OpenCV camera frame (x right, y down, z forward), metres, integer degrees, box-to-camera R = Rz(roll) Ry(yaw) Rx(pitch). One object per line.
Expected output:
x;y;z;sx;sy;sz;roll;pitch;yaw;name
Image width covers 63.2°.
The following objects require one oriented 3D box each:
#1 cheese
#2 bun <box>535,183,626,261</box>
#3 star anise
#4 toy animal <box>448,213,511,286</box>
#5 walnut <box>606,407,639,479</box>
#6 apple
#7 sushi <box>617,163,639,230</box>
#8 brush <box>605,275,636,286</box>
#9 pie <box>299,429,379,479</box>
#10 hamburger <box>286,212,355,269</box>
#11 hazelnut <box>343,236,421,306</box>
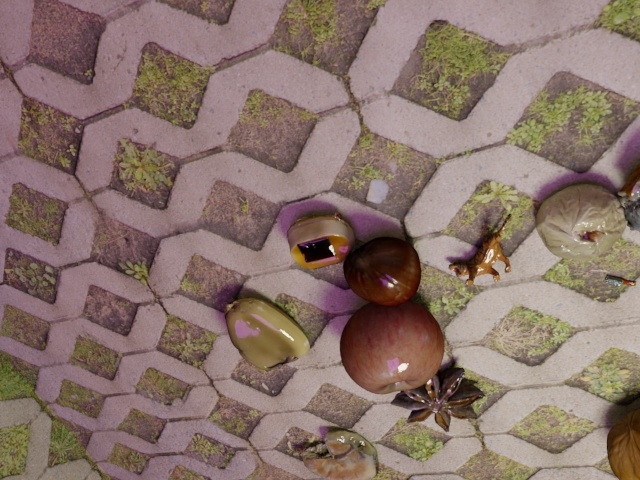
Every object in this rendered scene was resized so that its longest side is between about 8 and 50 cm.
-0.214;0.324;1.856;0.260;0.128;0.316;-35;113;23;cheese
0.689;-0.035;1.363;0.221;0.134;0.220;6;119;10;bun
0.405;0.540;1.822;0.332;0.117;0.331;2;120;4;star anise
0.489;0.026;1.495;0.114;0.116;0.255;14;122;-21;toy animal
1.098;0.677;1.593;0.398;0.308;0.354;30;123;-6;walnut
0.221;0.346;1.632;0.345;0.269;0.344;6;137;6;apple
0.868;-0.094;1.254;0.274;0.139;0.184;10;101;5;sushi
0.859;0.121;1.483;0.083;0.021;0.018;13;121;7;brush
0.087;0.914;2.172;0.338;0.075;0.337;5;125;7;pie
0.000;0.000;1.598;0.210;0.116;0.173;-18;123;20;hamburger
0.175;0.091;1.542;0.230;0.229;0.229;7;123;11;hazelnut
